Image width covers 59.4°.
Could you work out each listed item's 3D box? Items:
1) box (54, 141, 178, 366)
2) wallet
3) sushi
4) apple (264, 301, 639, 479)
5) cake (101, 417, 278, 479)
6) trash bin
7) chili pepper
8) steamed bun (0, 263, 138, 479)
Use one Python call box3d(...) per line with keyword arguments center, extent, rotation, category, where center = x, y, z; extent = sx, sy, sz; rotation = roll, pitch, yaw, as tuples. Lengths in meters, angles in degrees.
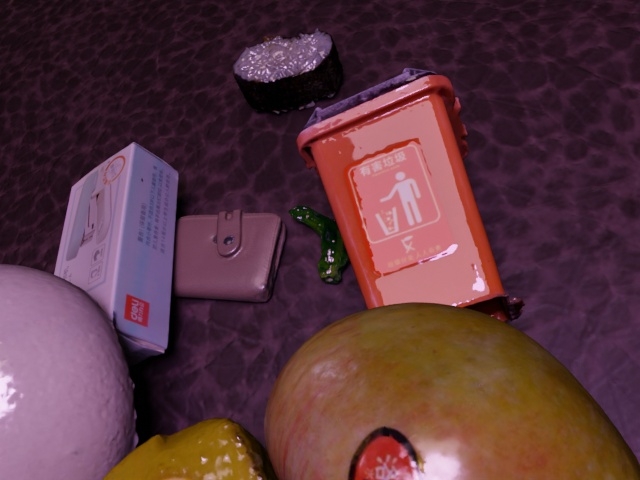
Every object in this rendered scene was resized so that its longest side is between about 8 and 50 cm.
box3d(center=(-0.244, 0.023, 0.667), extent=(0.135, 0.079, 0.270), rotation=(-26, 51, 26), category="box")
box3d(center=(-0.121, 0.016, 0.677), extent=(0.152, 0.039, 0.118), rotation=(-2, 59, 20), category="wallet")
box3d(center=(-0.045, -0.236, 0.792), extent=(0.150, 0.078, 0.091), rotation=(-9, 62, 13), category="sushi")
box3d(center=(0.084, 0.163, 0.380), extent=(0.193, 0.261, 0.261), rotation=(-31, 52, -15), category="apple")
box3d(center=(-0.085, 0.277, 0.425), extent=(0.179, 0.156, 0.261), rotation=(-29, 51, -9), category="cake")
box3d(center=(0.092, -0.018, 0.554), extent=(0.161, 0.184, 0.239), rotation=(-21, 67, 14), category="trash bin")
box3d(center=(0.007, -0.005, 0.648), extent=(0.055, 0.035, 0.118), rotation=(-17, 56, -13), category="chili pepper")
box3d(center=(-0.310, 0.162, 0.499), extent=(0.282, 0.177, 0.283), rotation=(-1, 88, 27), category="steamed bun")
